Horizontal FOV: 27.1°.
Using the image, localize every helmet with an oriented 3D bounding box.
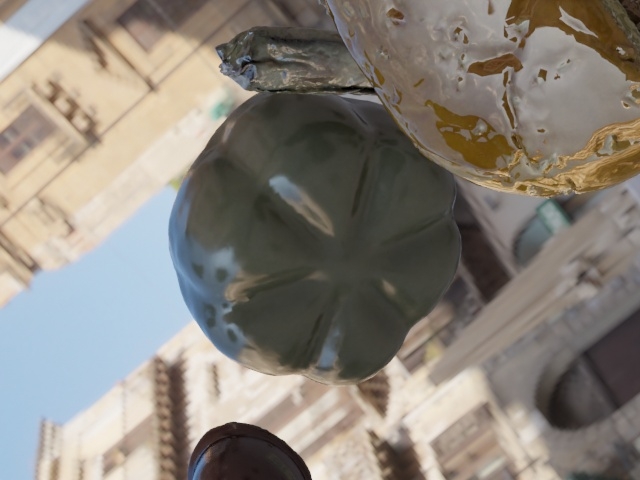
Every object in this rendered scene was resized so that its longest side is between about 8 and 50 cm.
[{"bbox_3d":[-0.097,0.310,1.624,0.175,0.155,0.106,61,-170,5],"label":"helmet"}]

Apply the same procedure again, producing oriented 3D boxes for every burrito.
[{"bbox_3d":[0.006,-0.139,1.042,0.188,0.058,0.045,0,-153,-23],"label":"burrito"}]

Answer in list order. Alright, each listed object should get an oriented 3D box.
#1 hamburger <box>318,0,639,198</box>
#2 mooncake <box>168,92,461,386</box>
[{"bbox_3d":[0.105,-0.147,0.820,0.282,0.245,0.155,9,-160,19],"label":"hamburger"},{"bbox_3d":[0.000,0.000,1.165,0.275,0.275,0.135,43,176,-31],"label":"mooncake"}]
